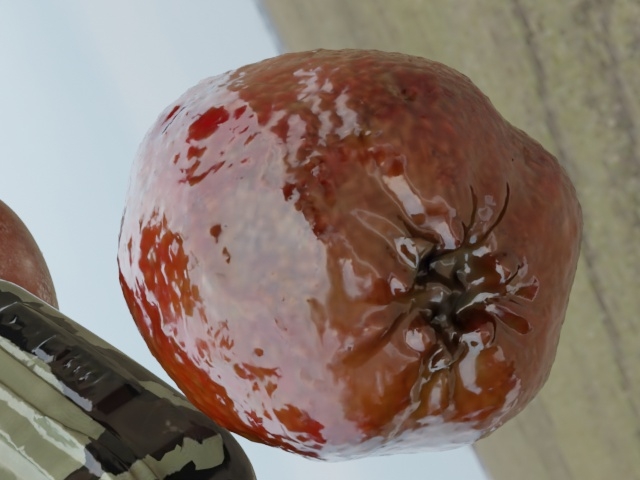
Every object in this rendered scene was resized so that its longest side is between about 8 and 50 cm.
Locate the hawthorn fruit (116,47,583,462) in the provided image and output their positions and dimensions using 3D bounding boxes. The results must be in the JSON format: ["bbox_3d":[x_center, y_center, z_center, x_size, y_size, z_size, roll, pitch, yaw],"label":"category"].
[{"bbox_3d":[0.000,0.000,0.880,0.253,0.205,0.205,25,145,60],"label":"hawthorn fruit"}]

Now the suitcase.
[{"bbox_3d":[-0.164,0.189,1.094,0.339,0.194,0.351,29,141,37],"label":"suitcase"}]

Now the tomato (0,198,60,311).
[{"bbox_3d":[-0.351,0.069,1.638,0.227,0.270,0.270,-2,-118,-52],"label":"tomato"}]
